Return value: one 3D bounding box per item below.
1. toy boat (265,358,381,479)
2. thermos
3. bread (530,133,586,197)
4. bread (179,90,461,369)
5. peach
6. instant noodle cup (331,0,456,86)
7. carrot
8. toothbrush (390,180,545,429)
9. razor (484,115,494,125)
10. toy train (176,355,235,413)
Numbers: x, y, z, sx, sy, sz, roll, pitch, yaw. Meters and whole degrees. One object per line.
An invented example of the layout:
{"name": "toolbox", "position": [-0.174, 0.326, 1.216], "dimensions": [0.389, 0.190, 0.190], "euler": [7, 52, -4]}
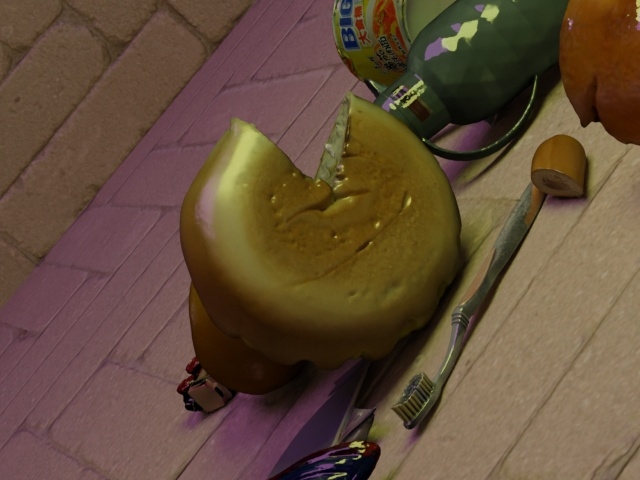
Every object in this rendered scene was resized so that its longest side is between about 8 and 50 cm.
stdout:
{"name": "toy boat", "position": [-0.022, 0.232, 1.690], "dimensions": [0.219, 0.072, 0.318], "euler": [-41, 15, 11]}
{"name": "thermos", "position": [0.202, -0.215, 1.961], "dimensions": [0.286, 0.182, 0.145], "euler": [-42, -16, -6]}
{"name": "bread", "position": [0.253, -0.074, 1.710], "dimensions": [0.062, 0.049, 0.103], "euler": [-25, 23, 25]}
{"name": "bread", "position": [0.000, 0.000, 1.768], "dimensions": [0.333, 0.333, 0.160], "euler": [-58, 6, -30]}
{"name": "peach", "position": [-0.078, 0.061, 1.939], "dimensions": [0.251, 0.153, 0.251], "euler": [-171, 90, -90]}
{"name": "instant noodle cup", "position": [0.140, -0.318, 2.299], "dimensions": [0.153, 0.205, 0.205], "euler": [5, 54, 55]}
{"name": "carrot", "position": [0.366, -0.191, 1.480], "dimensions": [0.196, 0.196, 0.254], "euler": [-53, 18, -17]}
{"name": "toothbrush", "position": [0.170, 0.050, 1.682], "dimensions": [0.028, 0.037, 0.375], "euler": [-19, 31, 51]}
{"name": "razor", "position": [0.144, -0.158, 2.140], "dimensions": [0.278, 0.056, 0.111], "euler": [-30, 26, 44]}
{"name": "toy train", "position": [-0.137, 0.169, 2.116], "dimensions": [0.087, 0.050, 0.138], "euler": [-27, 25, 38]}
